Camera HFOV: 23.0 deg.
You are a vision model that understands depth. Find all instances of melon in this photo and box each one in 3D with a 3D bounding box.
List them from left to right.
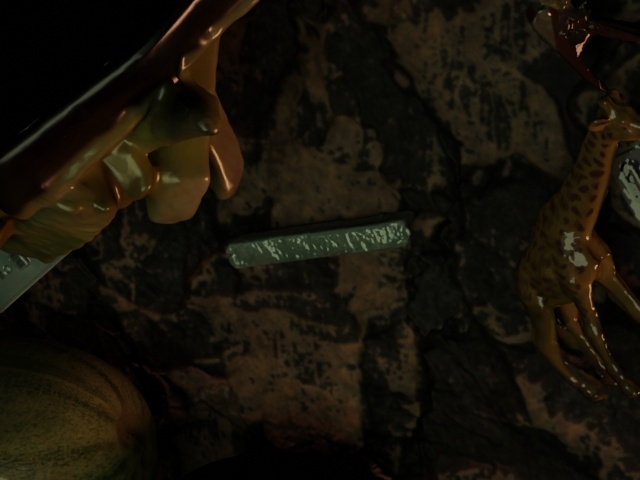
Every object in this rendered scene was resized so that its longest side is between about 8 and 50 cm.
[{"bbox_3d":[-0.301,0.207,1.406,0.329,0.248,0.248,-17,104,23],"label":"melon"}]

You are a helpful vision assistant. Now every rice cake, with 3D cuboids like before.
[{"bbox_3d":[0.000,0.000,1.318,0.171,0.033,0.029,-9,104,26],"label":"rice cake"}]

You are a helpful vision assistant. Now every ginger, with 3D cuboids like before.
[{"bbox_3d":[-0.152,-0.135,1.210,0.413,0.358,0.211,-33,133,15],"label":"ginger"}]

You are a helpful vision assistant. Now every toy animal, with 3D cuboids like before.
[{"bbox_3d":[0.207,0.010,1.200,0.149,0.054,0.275,10,123,41],"label":"toy animal"}]

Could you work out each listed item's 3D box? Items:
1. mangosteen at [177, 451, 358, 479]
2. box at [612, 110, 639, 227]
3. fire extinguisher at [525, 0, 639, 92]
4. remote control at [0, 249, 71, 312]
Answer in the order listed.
[{"bbox_3d":[-0.058,0.313,1.366,0.302,0.275,0.275,-13,108,56],"label":"mangosteen"},{"bbox_3d":[0.307,-0.067,1.161,0.177,0.036,0.115,-24,100,29],"label":"box"},{"bbox_3d":[0.235,-0.255,1.083,0.147,0.106,0.337,18,121,-13],"label":"fire extinguisher"},{"bbox_3d":[-0.226,-0.052,1.382,0.293,0.051,0.103,-38,94,27],"label":"remote control"}]
